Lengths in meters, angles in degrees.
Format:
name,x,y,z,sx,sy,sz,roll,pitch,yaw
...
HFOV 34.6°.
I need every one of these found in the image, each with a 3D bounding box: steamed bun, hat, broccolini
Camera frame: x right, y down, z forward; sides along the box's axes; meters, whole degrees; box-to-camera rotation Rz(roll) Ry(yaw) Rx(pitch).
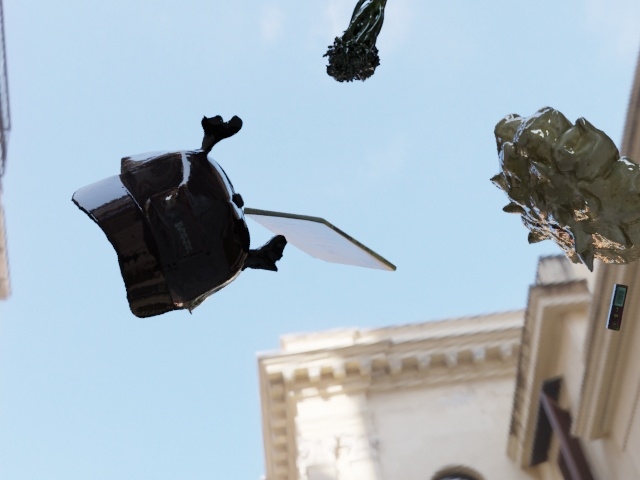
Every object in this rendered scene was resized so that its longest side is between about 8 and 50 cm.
name,x,y,z,sx,sy,sz,roll,pitch,yaw
steamed bun,0.345,-0.055,1.441,0.137,0.295,0.292,-50,-12,-9
hat,-0.164,-0.033,1.360,0.209,0.336,0.238,-24,-87,10
broccolini,0.053,-0.210,0.788,0.042,0.218,0.044,23,-21,-5

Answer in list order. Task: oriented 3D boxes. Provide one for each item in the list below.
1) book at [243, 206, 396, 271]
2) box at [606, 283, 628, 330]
name,x,y,z,sx,sy,sz,roll,pitch,yaw
book,0.000,0.000,1.559,0.168,0.013,0.192,9,-17,41
box,0.525,0.119,1.821,0.023,0.051,0.082,11,-92,15
